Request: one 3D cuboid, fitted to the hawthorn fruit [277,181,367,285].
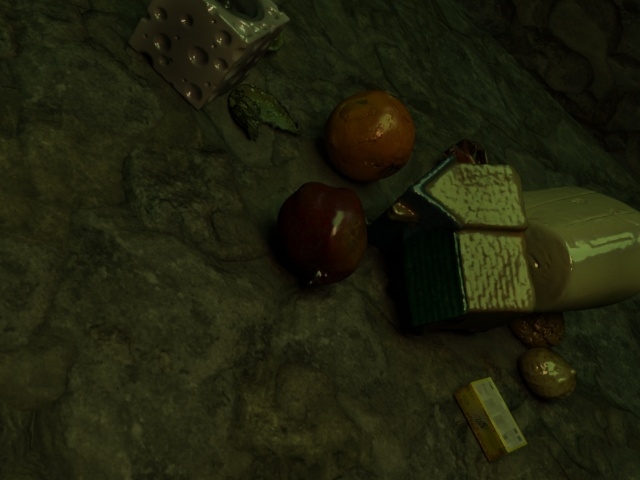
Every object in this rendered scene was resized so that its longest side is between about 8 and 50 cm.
[{"bbox_3d":[0.000,0.000,1.598,0.208,0.208,0.248,26,55,-26],"label":"hawthorn fruit"}]

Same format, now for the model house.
[{"bbox_3d":[0.296,0.032,1.784,0.343,0.334,0.381,1,68,-22],"label":"model house"}]

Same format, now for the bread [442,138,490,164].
[{"bbox_3d":[0.485,-0.225,2.314,0.212,0.142,0.224,29,38,-49],"label":"bread"}]

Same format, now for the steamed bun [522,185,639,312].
[{"bbox_3d":[0.623,0.037,1.942,0.372,0.289,0.456,-8,23,-18],"label":"steamed bun"}]

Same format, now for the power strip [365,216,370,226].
[{"bbox_3d":[0.046,-0.056,1.820,0.253,0.027,0.060,-3,55,-46],"label":"power strip"}]

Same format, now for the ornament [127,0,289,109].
[{"bbox_3d":[-0.268,-0.510,1.761,0.240,0.240,0.239,44,36,-4],"label":"ornament"}]

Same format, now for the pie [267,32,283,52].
[{"bbox_3d":[-0.189,-0.615,2.102,0.187,0.041,0.186,26,42,-25],"label":"pie"}]

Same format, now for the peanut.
[{"bbox_3d":[0.602,0.352,1.923,0.159,0.109,0.140,36,25,6],"label":"peanut"}]

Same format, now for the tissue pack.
[{"bbox_3d":[0.396,0.417,1.696,0.095,0.062,0.176,-2,57,-48],"label":"tissue pack"}]

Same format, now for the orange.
[{"bbox_3d":[0.129,-0.279,1.929,0.246,0.246,0.246,26,41,-25],"label":"orange"}]

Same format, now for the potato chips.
[{"bbox_3d":[-0.154,-0.328,1.886,0.202,0.029,0.220,50,34,5],"label":"potato chips"}]

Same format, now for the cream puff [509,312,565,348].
[{"bbox_3d":[0.622,0.216,2.051,0.189,0.129,0.189,26,44,-28],"label":"cream puff"}]
